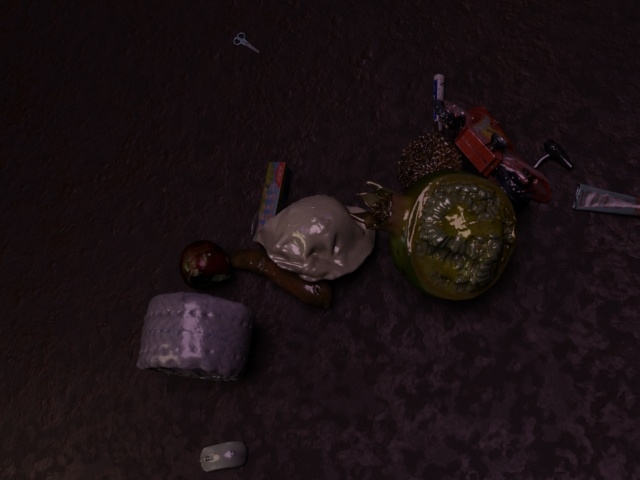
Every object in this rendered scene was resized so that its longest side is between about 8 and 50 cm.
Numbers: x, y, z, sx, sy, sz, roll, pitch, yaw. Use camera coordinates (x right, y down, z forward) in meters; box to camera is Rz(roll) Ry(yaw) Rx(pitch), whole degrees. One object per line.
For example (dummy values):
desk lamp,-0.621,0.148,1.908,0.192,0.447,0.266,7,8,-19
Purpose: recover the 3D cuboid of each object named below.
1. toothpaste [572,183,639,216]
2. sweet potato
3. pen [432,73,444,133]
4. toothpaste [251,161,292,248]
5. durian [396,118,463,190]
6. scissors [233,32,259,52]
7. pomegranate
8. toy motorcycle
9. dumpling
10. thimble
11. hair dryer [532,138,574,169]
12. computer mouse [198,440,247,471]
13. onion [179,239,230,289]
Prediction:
toothpaste,0.617,-0.072,1.660,0.205,0.036,0.056,12,77,24
sweet potato,-0.088,0.070,1.798,0.273,0.075,0.075,24,80,24
pen,0.262,-0.278,1.839,0.025,0.025,0.204,-1,72,16
toothpaste,-0.110,-0.083,1.855,0.044,0.070,0.193,4,73,19
durian,0.218,-0.163,1.736,0.148,0.091,0.189,26,113,38
scissors,-0.182,-0.488,2.051,0.083,0.006,0.036,39,88,24
pomegranate,0.227,-0.024,1.625,0.340,0.260,0.260,23,78,-9
toy motorcycle,0.352,-0.190,1.713,0.089,0.171,0.298,-46,68,23
dumpling,0.000,0.000,1.748,0.258,0.147,0.193,-12,54,-15
thimble,-0.262,0.206,1.721,0.245,0.217,0.157,-2,70,30
hair dryer,0.482,-0.163,1.740,0.083,0.031,0.079,-41,74,14
computer mouse,-0.208,0.450,1.720,0.110,0.032,0.056,-14,68,11
onion,-0.258,0.053,1.832,0.117,0.118,0.119,-24,66,23
